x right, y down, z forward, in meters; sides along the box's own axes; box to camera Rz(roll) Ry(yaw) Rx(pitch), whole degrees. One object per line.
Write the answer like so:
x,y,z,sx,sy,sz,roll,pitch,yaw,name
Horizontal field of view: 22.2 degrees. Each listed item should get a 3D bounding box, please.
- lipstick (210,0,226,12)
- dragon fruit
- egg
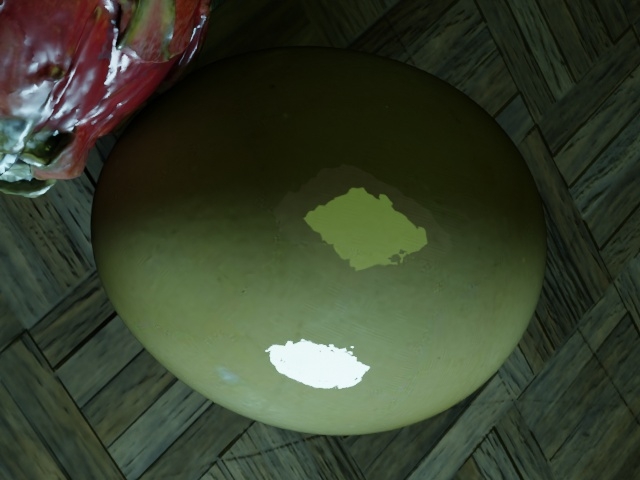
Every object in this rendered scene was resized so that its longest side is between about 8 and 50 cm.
-0.110,-0.197,1.354,0.141,0.040,0.040,-44,115,-34,lipstick
-0.196,-0.215,1.133,0.277,0.277,0.342,36,60,-34,dragon fruit
0.000,0.000,1.268,0.374,0.301,0.301,10,81,-29,egg
